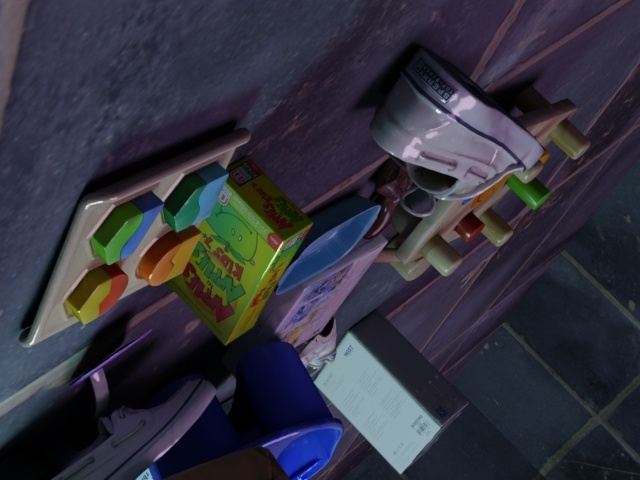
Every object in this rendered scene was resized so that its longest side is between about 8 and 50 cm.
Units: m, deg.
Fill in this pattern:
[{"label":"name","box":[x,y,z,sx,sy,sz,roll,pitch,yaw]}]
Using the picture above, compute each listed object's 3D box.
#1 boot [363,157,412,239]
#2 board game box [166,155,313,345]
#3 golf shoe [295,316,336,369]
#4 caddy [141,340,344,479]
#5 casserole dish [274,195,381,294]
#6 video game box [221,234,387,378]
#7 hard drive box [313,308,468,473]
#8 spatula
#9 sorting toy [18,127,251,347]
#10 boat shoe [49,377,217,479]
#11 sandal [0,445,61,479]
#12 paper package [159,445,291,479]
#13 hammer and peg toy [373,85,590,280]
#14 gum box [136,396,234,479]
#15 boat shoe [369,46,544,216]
[{"label":"boot","box":[0.078,-0.054,1.709,0.106,0.037,0.114,-57,170,-2]},{"label":"board game box","box":[-0.082,0.013,1.314,0.043,0.092,0.181,-34,163,-40]},{"label":"golf shoe","box":[-0.036,0.163,2.020,0.176,0.069,0.086,-33,143,-51]},{"label":"caddy","box":[-0.100,0.277,1.759,0.241,0.179,0.341,-21,160,-16]},{"label":"casserole dish","box":[0.000,0.000,1.644,0.188,0.037,0.114,-28,159,-48]},{"label":"video game box","box":[-0.022,0.081,1.802,0.187,0.048,0.205,-31,162,-48]},{"label":"hard drive box","box":[0.120,0.268,2.397,0.089,0.232,0.181,-34,164,-40]},{"label":"spatula","box":[-0.240,0.171,1.462,0.084,0.030,0.296,-35,164,-31]},{"label":"sorting toy","box":[-0.156,0.002,1.177,0.193,0.038,0.208,-30,161,-47]},{"label":"boat shoe","box":[-0.205,0.212,1.453,0.226,0.076,0.083,-45,-179,-33]},{"label":"sandal","box":[-0.344,0.369,1.585,0.167,0.107,0.446,-40,166,-20]},{"label":"paper package","box":[-0.196,0.400,1.485,0.325,0.168,0.309,-43,164,21]},{"label":"hammer and peg toy","box":[0.203,-0.045,1.912,0.361,0.127,0.266,-52,165,29]},{"label":"gum box","box":[-0.195,0.317,2.022,0.184,0.041,0.157,-27,159,-54]},{"label":"boat shoe","box":[0.142,-0.102,1.545,0.156,0.136,0.367,-47,164,12]}]
